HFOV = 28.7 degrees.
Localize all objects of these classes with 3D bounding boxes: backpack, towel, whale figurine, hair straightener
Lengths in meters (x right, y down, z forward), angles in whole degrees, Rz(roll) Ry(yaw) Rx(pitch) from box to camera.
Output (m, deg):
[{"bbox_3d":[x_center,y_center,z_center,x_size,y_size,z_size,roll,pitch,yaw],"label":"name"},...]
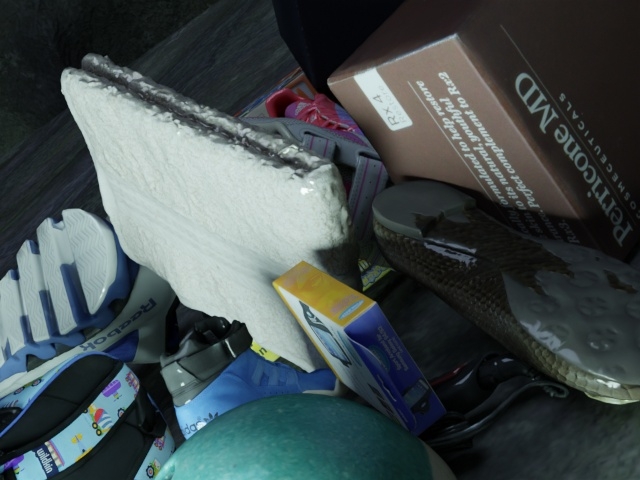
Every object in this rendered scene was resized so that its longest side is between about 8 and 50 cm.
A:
[{"bbox_3d":[-0.186,0.168,0.873,0.117,0.158,0.173,-14,26,37],"label":"backpack"},{"bbox_3d":[-0.077,-0.018,0.894,0.282,0.187,0.049,26,53,39],"label":"towel"},{"bbox_3d":[-0.051,0.163,0.634,0.272,0.141,0.216,-20,36,54],"label":"whale figurine"},{"bbox_3d":[0.040,0.128,0.736,0.230,0.047,0.089,-24,23,27],"label":"hair straightener"}]

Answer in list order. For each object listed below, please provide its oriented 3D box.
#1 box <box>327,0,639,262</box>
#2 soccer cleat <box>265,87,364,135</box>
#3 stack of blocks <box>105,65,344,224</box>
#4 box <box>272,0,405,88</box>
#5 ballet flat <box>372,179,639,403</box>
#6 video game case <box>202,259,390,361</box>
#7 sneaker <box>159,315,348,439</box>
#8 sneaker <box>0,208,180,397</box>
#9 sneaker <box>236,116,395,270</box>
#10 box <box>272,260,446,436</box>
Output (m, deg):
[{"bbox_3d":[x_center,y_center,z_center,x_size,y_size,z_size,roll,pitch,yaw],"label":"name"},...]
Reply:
[{"bbox_3d":[0.198,-0.162,0.882,0.381,0.191,0.143,-49,21,-28],"label":"box"},{"bbox_3d":[0.011,-0.084,1.089,0.083,0.095,0.248,-40,17,-6],"label":"soccer cleat"},{"bbox_3d":[-0.087,-0.082,1.350,0.297,0.087,0.171,-33,10,22],"label":"stack of blocks"},{"bbox_3d":[0.103,-0.299,1.253,0.312,0.179,0.343,-13,18,-2],"label":"box"},{"bbox_3d":[0.114,0.032,0.729,0.084,0.058,0.250,-25,34,-25],"label":"ballet flat"},{"bbox_3d":[0.000,0.000,1.121,0.248,0.035,0.275,-38,17,1],"label":"video game case"},{"bbox_3d":[-0.043,0.082,0.797,0.058,0.085,0.152,-30,-8,35],"label":"sneaker"},{"bbox_3d":[-0.234,0.085,1.154,0.315,0.182,0.127,-28,64,32],"label":"sneaker"},{"bbox_3d":[0.006,-0.034,0.935,0.252,0.103,0.111,11,4,25],"label":"sneaker"},{"bbox_3d":[0.023,0.062,0.722,0.028,0.081,0.136,-38,21,-12],"label":"box"}]
